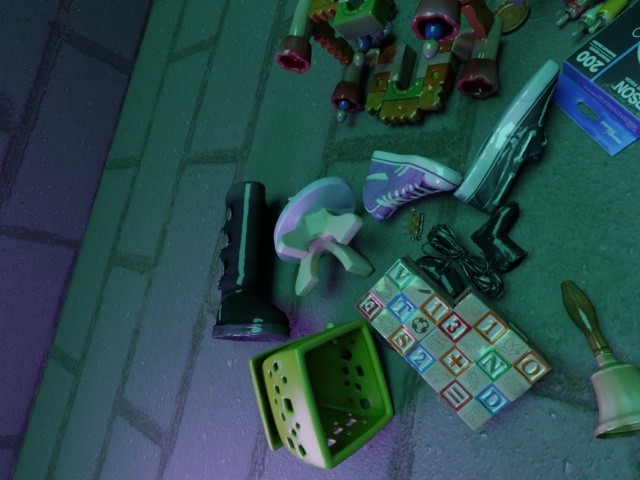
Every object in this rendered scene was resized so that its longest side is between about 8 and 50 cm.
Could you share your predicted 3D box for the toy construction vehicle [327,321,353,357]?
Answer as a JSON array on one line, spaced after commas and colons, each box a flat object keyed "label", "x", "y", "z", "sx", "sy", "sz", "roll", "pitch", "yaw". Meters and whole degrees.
[{"label": "toy construction vehicle", "x": 0.031, "y": 0.257, "z": 0.996, "sx": 0.086, "sy": 0.035, "sz": 0.098, "roll": 40, "pitch": 111, "yaw": 41}]

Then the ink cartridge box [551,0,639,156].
[{"label": "ink cartridge box", "x": 0.548, "y": -0.293, "z": 0.727, "sx": 0.208, "sy": 0.045, "sz": 0.207, "roll": -42, "pitch": 54, "yaw": 24}]

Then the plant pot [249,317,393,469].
[{"label": "plant pot", "x": -0.012, "y": 0.312, "z": 0.864, "sx": 0.207, "sy": 0.228, "sz": 0.228, "roll": -21, "pitch": 82, "yaw": 41}]

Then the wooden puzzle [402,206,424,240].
[{"label": "wooden puzzle", "x": 0.216, "y": -0.039, "z": 0.949, "sx": 0.049, "sy": 0.006, "sz": 0.084, "roll": 2, "pitch": 78, "yaw": 40}]

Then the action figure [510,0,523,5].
[{"label": "action figure", "x": 0.490, "y": -0.625, "z": 0.778, "sx": 0.341, "sy": 0.178, "sz": 0.331, "roll": -18, "pitch": 52, "yaw": 30}]

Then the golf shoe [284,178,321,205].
[{"label": "golf shoe", "x": -0.009, "y": -0.121, "z": 1.126, "sx": 0.198, "sy": 0.077, "sz": 0.094, "roll": 2, "pitch": 67, "yaw": 33}]

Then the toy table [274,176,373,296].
[{"label": "toy table", "x": 0.000, "y": 0.000, "z": 0.981, "sx": 0.161, "sy": 0.251, "sz": 0.275, "roll": -108, "pitch": 34, "yaw": -46}]

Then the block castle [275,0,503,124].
[{"label": "block castle", "x": 0.148, "y": -0.417, "z": 0.927, "sx": 0.452, "sy": 0.302, "sz": 0.213, "roll": 10, "pitch": 84, "yaw": 42}]

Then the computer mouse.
[{"label": "computer mouse", "x": 0.227, "y": 0.121, "z": 0.850, "sx": 0.272, "sy": 0.072, "sz": 0.188, "roll": -49, "pitch": 57, "yaw": 13}]

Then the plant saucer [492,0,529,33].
[{"label": "plant saucer", "x": 0.424, "y": -0.504, "z": 0.915, "sx": 0.083, "sy": 0.013, "sz": 0.084, "roll": -13, "pitch": 69, "yaw": 36}]

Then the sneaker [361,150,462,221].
[{"label": "sneaker", "x": 0.191, "y": -0.107, "z": 0.917, "sx": 0.282, "sy": 0.102, "sz": 0.161, "roll": 31, "pitch": 102, "yaw": 63}]

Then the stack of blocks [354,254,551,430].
[{"label": "stack of blocks", "x": 0.231, "y": 0.161, "z": 0.744, "sx": 0.297, "sy": 0.087, "sz": 0.171, "roll": 45, "pitch": 107, "yaw": 14}]

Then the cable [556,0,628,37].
[{"label": "cable", "x": 0.590, "y": -0.510, "z": 0.771, "sx": 0.287, "sy": 0.072, "sz": 0.140, "roll": -35, "pitch": 39, "yaw": 12}]

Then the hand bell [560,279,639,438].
[{"label": "hand bell", "x": 0.444, "y": 0.169, "z": 0.647, "sx": 0.126, "sy": 0.126, "sz": 0.242, "roll": -31, "pitch": 47, "yaw": 29}]

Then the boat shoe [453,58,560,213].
[{"label": "boat shoe", "x": 0.386, "y": -0.194, "z": 0.796, "sx": 0.102, "sy": 0.108, "sz": 0.302, "roll": 31, "pitch": 99, "yaw": 5}]

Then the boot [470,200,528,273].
[{"label": "boot", "x": 0.361, "y": -0.003, "z": 0.791, "sx": 0.121, "sy": 0.045, "sz": 0.099, "roll": -49, "pitch": 49, "yaw": 26}]

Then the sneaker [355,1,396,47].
[{"label": "sneaker", "x": 0.151, "y": -0.650, "z": 1.152, "sx": 0.125, "sy": 0.104, "sz": 0.262, "roll": -10, "pitch": 71, "yaw": 16}]

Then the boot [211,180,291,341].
[{"label": "boot", "x": -0.188, "y": 0.047, "z": 1.130, "sx": 0.366, "sy": 0.146, "sz": 0.446, "roll": -18, "pitch": 62, "yaw": 53}]
